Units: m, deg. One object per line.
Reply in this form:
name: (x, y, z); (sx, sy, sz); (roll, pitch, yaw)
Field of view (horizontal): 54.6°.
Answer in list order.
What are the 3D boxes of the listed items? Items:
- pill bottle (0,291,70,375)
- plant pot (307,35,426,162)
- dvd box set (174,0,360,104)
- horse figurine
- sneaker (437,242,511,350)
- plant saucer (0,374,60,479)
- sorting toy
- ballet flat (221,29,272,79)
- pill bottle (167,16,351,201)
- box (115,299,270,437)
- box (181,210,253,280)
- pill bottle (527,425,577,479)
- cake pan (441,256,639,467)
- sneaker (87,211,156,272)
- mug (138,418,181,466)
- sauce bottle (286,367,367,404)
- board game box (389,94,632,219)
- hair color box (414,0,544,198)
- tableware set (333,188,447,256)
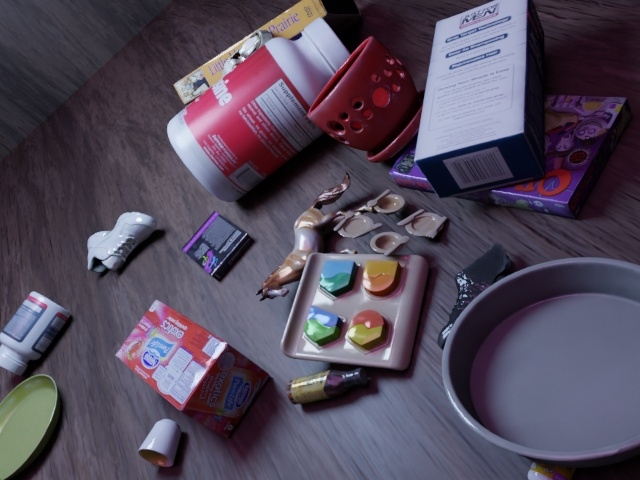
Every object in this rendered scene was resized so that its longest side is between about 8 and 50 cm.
pill bottle: (-0.695, 0.223, 1.480); (0.108, 0.108, 0.180); (10, 62, 45)
plant pot: (0.096, -0.254, 1.166); (0.191, 0.174, 0.191); (-47, 16, 18)
dvd box set: (-0.124, -0.477, 1.541); (0.420, 0.062, 0.307); (-24, 10, 25)
horse figurine: (0.000, 0.000, 1.132); (0.175, 0.066, 0.263); (-6, 54, 29)
sneaker: (0.218, 0.081, 0.889); (0.170, 0.051, 0.089); (-40, 39, -3)
plant saucer: (-0.639, 0.405, 1.326); (0.241, 0.037, 0.241); (-23, 43, 24)
sorting toy: (0.052, 0.101, 0.975); (0.208, 0.038, 0.193); (3, 58, 25)
ballet flat: (-0.176, -0.408, 1.383); (0.168, 0.052, 0.057); (-42, 79, 26)
pill bottle: (-0.110, -0.287, 1.351); (0.408, 0.229, 0.229); (-37, 40, 8)
box: (-0.228, 0.216, 1.081); (0.257, 0.122, 0.128); (17, 67, 47)
box: (-0.225, 0.009, 1.340); (0.116, 0.029, 0.162); (-50, 38, -7)
pill bottle: (0.261, 0.256, 0.697); (0.043, 0.043, 0.083); (12, 64, 45)
cake pan: (0.291, 0.138, 0.728); (0.293, 0.054, 0.293); (-21, 33, 14)
sneaker: (-0.486, 0.016, 1.521); (0.232, 0.090, 0.115); (-29, 47, 30)
mug: (-0.275, 0.342, 1.060); (0.078, 0.062, 0.064); (-8, 43, 27)
sauce bottle: (0.010, 0.219, 0.945); (0.128, 0.042, 0.042); (-20, 44, 24)
board game box: (0.301, -0.156, 1.035); (0.347, 0.056, 0.208); (17, 71, 47)
hair color box: (0.270, -0.245, 1.021); (0.174, 0.105, 0.347); (-11, 49, 33)
tableware set: (0.116, -0.029, 1.046); (0.141, 0.020, 0.169); (-33, 42, -25)
